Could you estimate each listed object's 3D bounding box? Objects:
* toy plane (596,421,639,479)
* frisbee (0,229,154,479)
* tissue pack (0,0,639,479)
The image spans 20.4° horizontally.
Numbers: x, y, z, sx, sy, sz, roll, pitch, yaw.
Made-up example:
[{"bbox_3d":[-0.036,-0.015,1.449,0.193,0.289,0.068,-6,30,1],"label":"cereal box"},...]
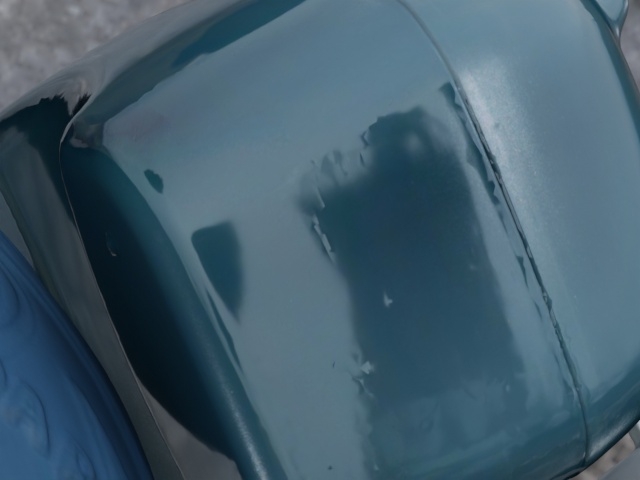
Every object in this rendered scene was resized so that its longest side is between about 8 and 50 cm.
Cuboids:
[{"bbox_3d":[0.221,0.088,0.700,0.267,0.122,0.267,6,67,-13],"label":"toy plane"},{"bbox_3d":[-0.139,0.018,0.460,0.289,0.049,0.289,40,19,-17],"label":"frisbee"},{"bbox_3d":[0.000,0.000,0.651,0.206,0.287,0.198,-25,98,-21],"label":"tissue pack"}]
